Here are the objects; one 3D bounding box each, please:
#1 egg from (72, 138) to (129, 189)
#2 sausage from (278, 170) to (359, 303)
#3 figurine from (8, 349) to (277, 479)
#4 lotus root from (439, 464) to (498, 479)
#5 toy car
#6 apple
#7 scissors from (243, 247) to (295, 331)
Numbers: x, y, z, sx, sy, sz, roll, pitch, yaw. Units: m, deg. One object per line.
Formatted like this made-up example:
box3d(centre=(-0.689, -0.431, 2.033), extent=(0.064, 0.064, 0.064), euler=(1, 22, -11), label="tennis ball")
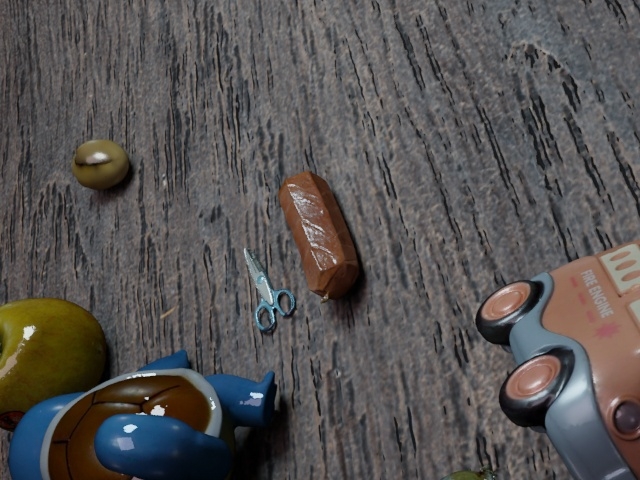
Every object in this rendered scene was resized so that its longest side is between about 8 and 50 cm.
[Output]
box3d(centre=(-0.305, -0.107, 1.716), extent=(0.083, 0.071, 0.071), euler=(2, 70, 26), label="egg")
box3d(centre=(0.001, 0.000, 1.397), extent=(0.065, 0.065, 0.169), euler=(-38, 50, 21), label="sausage")
box3d(centre=(-0.187, 0.254, 1.358), extent=(0.416, 0.242, 0.298), euler=(-17, 66, 59), label="figurine")
box3d(centre=(0.117, 0.281, 1.145), extent=(0.165, 0.088, 0.088), euler=(-59, 44, 15), label="lotus root")
box3d(centre=(0.268, 0.106, 0.999), extent=(0.212, 0.180, 0.270), euler=(-32, 21, 13), label="toy car")
box3d(centre=(-0.371, 0.158, 1.580), extent=(0.182, 0.155, 0.183), euler=(-22, 55, 35), label="apple")
box3d(centre=(-0.067, 0.052, 1.465), extent=(0.058, 0.014, 0.119), euler=(-37, 52, 16), label="scissors")
